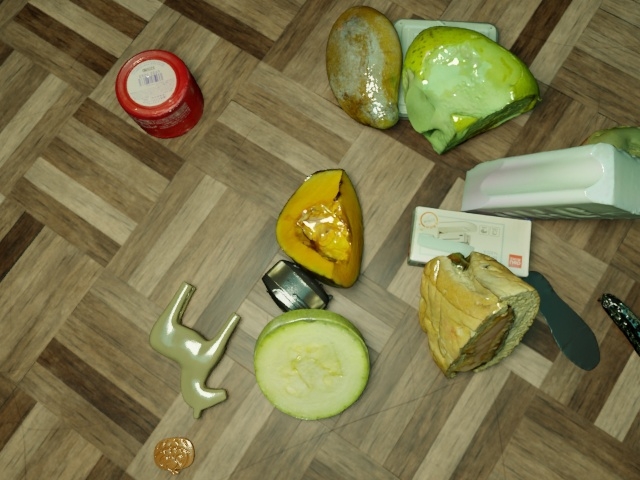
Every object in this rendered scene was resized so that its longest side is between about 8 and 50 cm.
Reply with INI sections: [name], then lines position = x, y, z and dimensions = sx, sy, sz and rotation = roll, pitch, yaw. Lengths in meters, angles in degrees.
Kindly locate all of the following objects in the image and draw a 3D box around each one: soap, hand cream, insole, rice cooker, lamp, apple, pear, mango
[soap]
position = 0.478, -0.110, 1.008
dimensions = 0.208, 0.347, 0.115
rotation = 10, 86, -32
[hand cream]
position = -0.399, -0.364, 1.186
dimensions = 0.193, 0.125, 0.193
rotation = 0, 80, 1
[insole]
position = 0.548, 0.179, 1.084
dimensions = 0.086, 0.005, 0.253
rotation = -32, 79, -5
[rice cooker]
position = -0.056, 0.119, 1.072
dimensions = 0.165, 0.112, 0.106
rotation = 37, 76, 3
[lamp]
position = 0.307, -0.429, 1.202
dimensions = 0.269, 0.047, 0.266
rotation = 4, 82, 4
[apple]
position = 0.679, -0.155, 1.066
dimensions = 0.188, 0.174, 0.207
rotation = -18, 70, -28
[pear]
position = 0.324, -0.376, 1.084
dimensions = 0.287, 0.176, 0.281
rotation = -27, 79, -2
[mango]
position = 0.112, -0.415, 1.155
dimensions = 0.193, 0.146, 0.316
rotation = -17, 82, 29

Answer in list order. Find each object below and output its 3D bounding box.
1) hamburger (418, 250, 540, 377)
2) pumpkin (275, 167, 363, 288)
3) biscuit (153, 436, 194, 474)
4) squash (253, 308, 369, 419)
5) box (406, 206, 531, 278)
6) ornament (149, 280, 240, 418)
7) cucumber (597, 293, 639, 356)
[hamburger]
position = 0.305, 0.124, 0.977
dimensions = 0.162, 0.330, 0.209
rotation = -16, 55, -11
[pumpkin]
position = 0.000, 0.000, 1.095
dimensions = 0.169, 0.148, 0.312
rotation = -14, 48, 27
[biscuit]
position = -0.327, 0.481, 1.059
dimensions = 0.091, 0.015, 0.078
rotation = -9, 78, 1
[squash]
position = -0.022, 0.270, 1.021
dimensions = 0.252, 0.049, 0.252
rotation = -1, 105, -2
[box]
position = 0.341, 0.005, 1.093
dimensions = 0.270, 0.079, 0.135
rotation = 8, 79, 5
[ornament]
position = -0.284, 0.253, 1.081
dimensions = 0.230, 0.061, 0.244
rotation = 29, 80, 6
[cucumber]
position = 0.691, 0.191, 1.052
dimensions = 0.053, 0.053, 0.181
rotation = -33, 78, -4
